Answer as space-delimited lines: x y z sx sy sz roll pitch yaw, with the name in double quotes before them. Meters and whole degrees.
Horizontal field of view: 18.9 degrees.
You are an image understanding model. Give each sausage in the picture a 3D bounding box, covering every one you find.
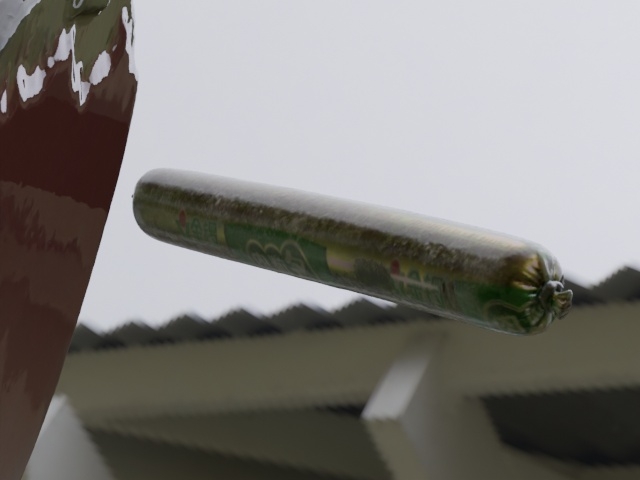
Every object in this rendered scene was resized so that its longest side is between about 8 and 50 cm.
"sausage" 0.000 -0.001 0.690 0.269 0.033 0.033 13 -41 54

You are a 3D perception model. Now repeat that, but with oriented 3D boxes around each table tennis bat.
"table tennis bat" -0.057 -0.026 0.392 0.022 0.131 0.234 17 -78 7
